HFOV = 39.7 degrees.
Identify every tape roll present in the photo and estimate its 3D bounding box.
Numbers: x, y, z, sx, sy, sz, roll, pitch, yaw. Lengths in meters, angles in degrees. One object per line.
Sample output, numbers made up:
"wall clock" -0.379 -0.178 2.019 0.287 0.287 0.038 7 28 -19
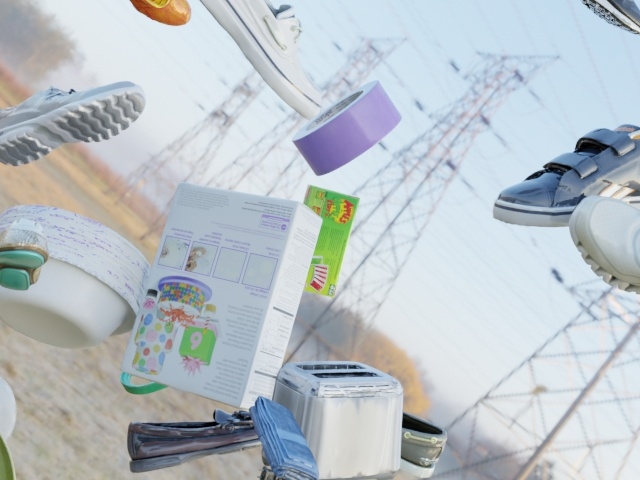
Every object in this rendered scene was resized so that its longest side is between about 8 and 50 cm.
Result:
"tape roll" 0.046 -0.201 1.583 0.080 0.189 0.189 55 -10 -12

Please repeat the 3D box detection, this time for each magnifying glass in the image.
"magnifying glass" -0.246 0.232 1.569 0.092 0.231 0.026 -71 152 -58

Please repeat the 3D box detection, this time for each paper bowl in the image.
"paper bowl" -0.436 0.079 1.483 0.284 0.148 0.284 11 -31 7

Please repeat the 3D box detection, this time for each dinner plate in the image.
"dinner plate" -0.549 0.277 1.410 0.141 0.141 0.017 38 1 17

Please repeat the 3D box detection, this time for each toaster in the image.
"toaster" 0.014 0.250 1.225 0.227 0.147 0.129 4 6 -33

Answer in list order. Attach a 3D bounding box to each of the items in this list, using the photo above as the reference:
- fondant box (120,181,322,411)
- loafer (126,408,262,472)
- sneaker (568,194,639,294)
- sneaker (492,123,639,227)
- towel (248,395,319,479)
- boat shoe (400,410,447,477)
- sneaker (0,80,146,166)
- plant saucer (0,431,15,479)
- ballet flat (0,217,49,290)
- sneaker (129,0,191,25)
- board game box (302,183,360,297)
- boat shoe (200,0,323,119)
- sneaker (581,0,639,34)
"fondant box" -0.159 0.087 1.435 0.238 0.330 0.096 11 -11 28
"loafer" -0.206 0.352 1.636 0.109 0.302 0.095 141 -62 -70
"sneaker" 0.440 0.035 1.082 0.292 0.110 0.118 35 -16 -1
"sneaker" 0.378 -0.093 1.219 0.126 0.321 0.128 -152 -122 -64
"towel" -0.041 0.233 1.030 0.067 0.029 0.119 30 14 -32
"boat shoe" 0.086 0.326 1.643 0.305 0.091 0.109 27 12 8
"sneaker" -0.436 -0.227 1.508 0.105 0.281 0.115 64 11 -62
"plant saucer" -0.475 0.283 1.050 0.241 0.241 0.037 40 1 -2
"ballet flat" -0.377 0.009 1.110 0.073 0.067 0.206 12 -19 -22
"sneaker" -0.245 -0.345 1.207 0.175 0.064 0.067 33 13 -39
"board game box" 0.000 0.000 1.556 0.092 0.181 0.043 14 5 -10
"boat shoe" -0.055 -0.234 0.997 0.226 0.076 0.083 46 13 -32
"sneaker" 0.550 -0.514 1.714 0.283 0.124 0.107 33 13 -16
